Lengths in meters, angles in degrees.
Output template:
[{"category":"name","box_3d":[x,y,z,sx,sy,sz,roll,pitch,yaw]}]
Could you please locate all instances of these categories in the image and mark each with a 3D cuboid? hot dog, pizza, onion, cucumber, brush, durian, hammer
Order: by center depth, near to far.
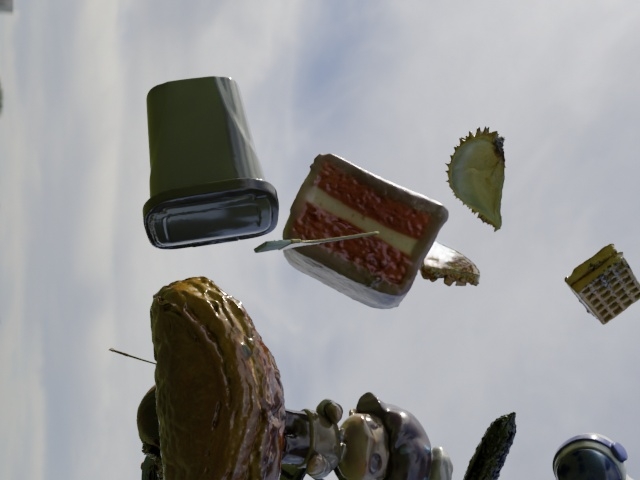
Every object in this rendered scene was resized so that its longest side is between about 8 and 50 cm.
[{"category":"hot dog","box_3d":[-0.136,0.241,1.155,0.267,0.174,0.387,65,17,-78]},{"category":"brush","box_3d":[0.000,0.000,1.331,0.083,0.205,0.011,154,-71,-70]},{"category":"onion","box_3d":[-0.254,0.391,1.689,0.221,0.281,0.281,-97,-164,-69]},{"category":"hammer","box_3d":[-0.384,0.244,1.723,0.029,0.123,0.014,30,75,-78]},{"category":"cucumber","box_3d":[0.339,0.487,1.733,0.072,0.072,0.300,33,-74,62]},{"category":"pizza","box_3d":[0.268,0.056,1.854,0.175,0.134,0.046,43,-48,43]},{"category":"durian","box_3d":[0.379,-0.150,1.915,0.139,0.144,0.252,27,-57,38]}]

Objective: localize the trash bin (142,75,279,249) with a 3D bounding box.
[{"category":"trash bin","box_3d":[-0.199,-0.129,1.413,0.219,0.220,0.250,100,-20,-61]}]

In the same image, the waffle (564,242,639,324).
[{"category":"waffle","box_3d":[0.478,0.075,1.390,0.102,0.148,0.042,-38,-134,11]}]

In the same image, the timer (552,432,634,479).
[{"category":"timer","box_3d":[0.597,0.531,1.576,0.383,0.270,0.270,47,-35,6]}]

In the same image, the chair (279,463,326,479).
[{"category":"chair","box_3d":[-0.100,0.579,1.864,0.166,0.272,0.188,-20,-144,60]}]

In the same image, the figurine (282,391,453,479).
[{"category":"figurine","box_3d":[0.067,0.394,1.634,0.206,0.365,0.218,-44,-142,17]}]

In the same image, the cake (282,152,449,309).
[{"category":"cake","box_3d":[0.081,-0.015,1.735,0.237,0.309,0.230,-63,172,-12]}]

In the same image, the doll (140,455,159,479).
[{"category":"doll","box_3d":[-0.296,0.604,2.138,0.240,0.310,0.284,27,-77,50]}]
